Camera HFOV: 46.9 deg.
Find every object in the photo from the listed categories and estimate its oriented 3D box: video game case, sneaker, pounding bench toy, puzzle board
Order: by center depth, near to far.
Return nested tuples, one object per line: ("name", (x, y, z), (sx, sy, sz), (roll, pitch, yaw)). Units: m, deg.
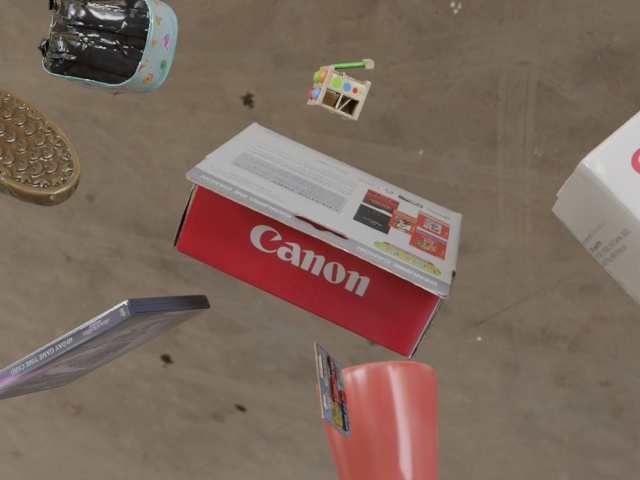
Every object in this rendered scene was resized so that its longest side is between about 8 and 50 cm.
("sneaker", (-0.264, -0.075, 0.552), (0.192, 0.064, 0.086), (31, 149, -1))
("pounding bench toy", (0.025, -0.205, 0.952), (0.065, 0.083, 0.052), (20, -176, -18))
("video game case", (-0.304, 0.143, 0.983), (0.274, 0.196, 0.026), (-27, 79, 16))
("puzzle board", (0.020, 0.233, 1.151), (0.011, 0.128, 0.096), (-20, 141, 16))

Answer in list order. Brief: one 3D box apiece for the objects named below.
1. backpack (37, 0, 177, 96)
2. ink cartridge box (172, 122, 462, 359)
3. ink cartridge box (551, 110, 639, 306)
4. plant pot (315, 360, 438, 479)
("backpack", (-0.310, -0.305, 1.127), (0.188, 0.166, 0.144), (16, -177, 27))
("ink cartridge box", (0.000, 0.000, 0.881), (0.309, 0.272, 0.130), (25, 113, 3))
("ink cartridge box", (0.442, 0.007, 0.623), (0.395, 0.285, 0.166), (50, 179, 15))
("plant pot", (0.131, 0.410, 1.557), (0.274, 0.243, 0.275), (-4, 153, -2))
